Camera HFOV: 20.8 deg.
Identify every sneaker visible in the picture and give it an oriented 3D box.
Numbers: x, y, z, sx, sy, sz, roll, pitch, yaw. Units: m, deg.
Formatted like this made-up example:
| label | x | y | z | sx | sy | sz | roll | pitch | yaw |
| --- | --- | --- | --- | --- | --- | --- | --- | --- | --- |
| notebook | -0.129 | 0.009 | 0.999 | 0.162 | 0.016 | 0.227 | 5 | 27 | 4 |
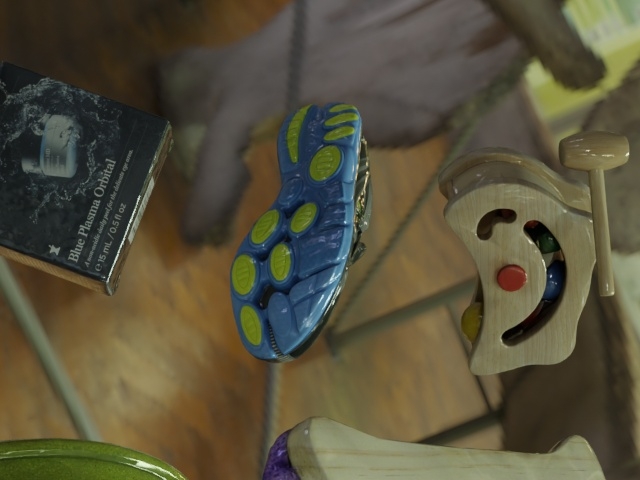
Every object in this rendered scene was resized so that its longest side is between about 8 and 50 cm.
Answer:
| label | x | y | z | sx | sy | sz | roll | pitch | yaw |
| --- | --- | --- | --- | --- | --- | --- | --- | --- | --- |
| sneaker | 0.000 | 0.000 | 0.978 | 0.188 | 0.067 | 0.078 | -76 | 151 | -48 |

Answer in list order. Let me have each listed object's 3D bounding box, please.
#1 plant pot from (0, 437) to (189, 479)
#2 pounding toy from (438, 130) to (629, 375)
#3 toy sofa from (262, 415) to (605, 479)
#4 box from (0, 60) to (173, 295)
| label | x | y | z | sx | sy | sz | roll | pitch | yaw |
| --- | --- | --- | --- | --- | --- | --- | --- | --- | --- |
| plant pot | -0.215 | 0.394 | 1.270 | 0.366 | 0.366 | 0.353 | 44 | 20 | -51 |
| pounding toy | 0.184 | 0.015 | 1.631 | 0.155 | 0.154 | 0.269 | -92 | -169 | -60 |
| toy sofa | 0.051 | 0.207 | 0.905 | 0.362 | 0.150 | 0.177 | 12 | 49 | -58 |
| box | -0.230 | -0.053 | 1.538 | 0.093 | 0.158 | 0.156 | 110 | 0 | -81 |
